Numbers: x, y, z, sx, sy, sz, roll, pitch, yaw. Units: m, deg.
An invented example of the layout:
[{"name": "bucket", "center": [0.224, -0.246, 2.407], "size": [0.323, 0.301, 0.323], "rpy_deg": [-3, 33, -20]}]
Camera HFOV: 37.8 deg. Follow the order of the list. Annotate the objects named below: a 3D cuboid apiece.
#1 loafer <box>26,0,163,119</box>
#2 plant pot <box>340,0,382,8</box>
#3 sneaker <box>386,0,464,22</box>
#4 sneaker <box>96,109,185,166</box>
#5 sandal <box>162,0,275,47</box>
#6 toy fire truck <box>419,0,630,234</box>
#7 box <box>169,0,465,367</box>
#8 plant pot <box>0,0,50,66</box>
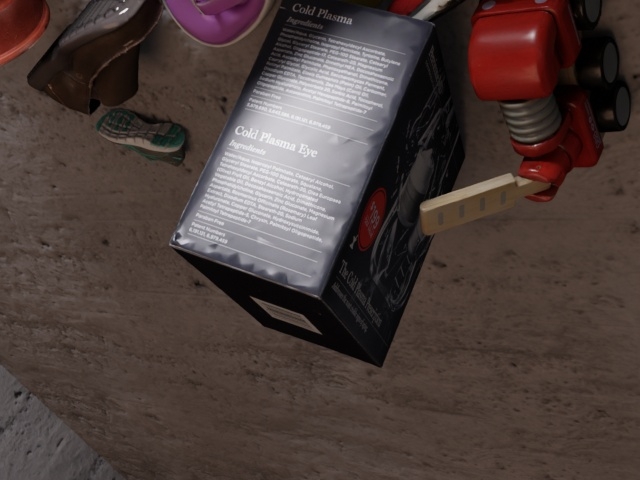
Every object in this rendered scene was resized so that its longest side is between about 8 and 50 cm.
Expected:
[{"name": "loafer", "center": [-0.299, -0.269, 1.333], "size": [0.130, 0.134, 0.366], "rpy_deg": [39, 158, -21]}, {"name": "plant pot", "center": [0.033, -0.300, 1.046], "size": [0.083, 0.081, 0.081], "rpy_deg": [9, 144, 12]}, {"name": "sneaker", "center": [0.133, -0.318, 0.943], "size": [0.118, 0.107, 0.279], "rpy_deg": [49, 145, 6]}, {"name": "sneaker", "center": [-0.292, -0.160, 1.529], "size": [0.166, 0.065, 0.076], "rpy_deg": [20, 151, 20]}, {"name": "sandal", "center": [-0.115, -0.346, 1.076], "size": [0.169, 0.102, 0.416], "rpy_deg": [35, 149, -6]}, {"name": "toy fire truck", "center": [0.201, -0.128, 0.982], "size": [0.158, 0.246, 0.217], "rpy_deg": [4, 140, 36]}, {"name": "box", "center": [0.021, -0.055, 1.088], "size": [0.179, 0.312, 0.343], "rpy_deg": [18, 167, 19]}, {"name": "plant pot", "center": [-0.525, -0.390, 1.230], "size": [0.272, 0.272, 0.265], "rpy_deg": [18, 139, 20]}]
